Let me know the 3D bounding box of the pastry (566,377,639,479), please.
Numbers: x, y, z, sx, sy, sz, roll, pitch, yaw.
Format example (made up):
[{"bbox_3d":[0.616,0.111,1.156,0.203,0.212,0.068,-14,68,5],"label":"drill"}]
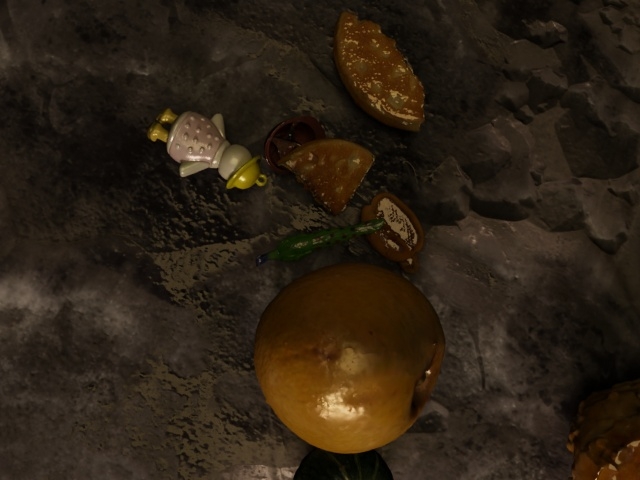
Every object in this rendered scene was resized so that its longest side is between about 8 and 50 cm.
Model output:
[{"bbox_3d":[0.518,0.338,0.837,0.310,0.162,0.255,-16,85,-10],"label":"pastry"}]

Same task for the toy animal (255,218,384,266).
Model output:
[{"bbox_3d":[-0.004,0.003,0.882,0.216,0.075,0.041,-15,83,-12],"label":"toy animal"}]

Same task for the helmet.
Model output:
[{"bbox_3d":[-0.052,-0.165,0.910,0.111,0.057,0.089,-34,122,-12],"label":"helmet"}]

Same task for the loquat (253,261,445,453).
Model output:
[{"bbox_3d":[0.031,0.163,0.778,0.274,0.275,0.275,1,82,-5],"label":"loquat"}]

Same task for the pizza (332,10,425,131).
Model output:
[{"bbox_3d":[0.096,-0.286,0.940,0.127,0.058,0.246,-43,86,-9],"label":"pizza"}]

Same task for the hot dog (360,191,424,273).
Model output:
[{"bbox_3d":[0.126,-0.012,0.906,0.090,0.060,0.140,-43,81,-6],"label":"hot dog"}]

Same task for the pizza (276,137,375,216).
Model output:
[{"bbox_3d":[0.018,-0.108,0.906,0.178,0.041,0.131,-21,104,-23],"label":"pizza"}]

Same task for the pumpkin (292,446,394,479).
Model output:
[{"bbox_3d":[0.033,0.381,0.802,0.167,0.125,0.167,0,90,-28],"label":"pumpkin"}]

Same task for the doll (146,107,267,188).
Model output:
[{"bbox_3d":[-0.178,-0.147,0.883,0.207,0.081,0.129,30,68,-3],"label":"doll"}]
